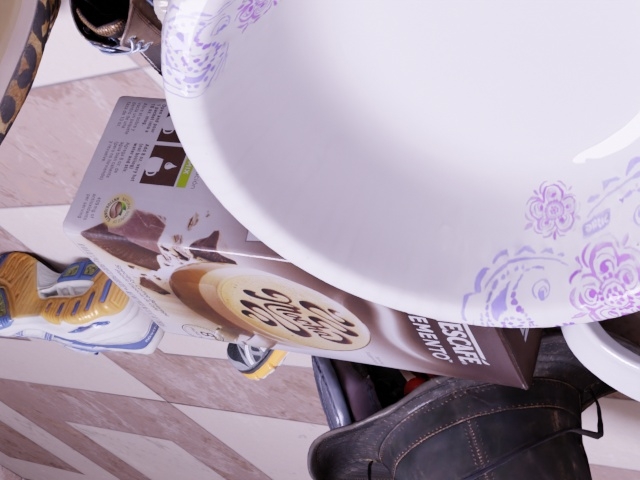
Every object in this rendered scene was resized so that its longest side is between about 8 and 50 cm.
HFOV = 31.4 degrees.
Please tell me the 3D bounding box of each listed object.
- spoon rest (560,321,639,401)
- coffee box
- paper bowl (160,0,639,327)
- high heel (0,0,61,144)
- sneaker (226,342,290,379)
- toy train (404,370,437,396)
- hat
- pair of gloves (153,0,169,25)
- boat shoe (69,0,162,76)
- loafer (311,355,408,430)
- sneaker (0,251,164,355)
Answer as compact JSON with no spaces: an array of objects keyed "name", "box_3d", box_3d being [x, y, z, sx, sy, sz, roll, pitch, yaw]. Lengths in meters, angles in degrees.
[{"name":"spoon rest","box_3d":[0.283,0.079,0.720,0.276,0.084,0.137,14,147,15]},{"name":"coffee box","box_3d":[0.000,0.000,0.790,0.297,0.119,0.168,6,153,25]},{"name":"paper bowl","box_3d":[0.079,-0.097,0.538,0.284,0.148,0.284,10,143,7]},{"name":"high heel","box_3d":[-0.201,-0.111,0.729,0.093,0.261,0.186,-9,149,-2]},{"name":"sneaker","box_3d":[-0.052,0.071,1.134,0.083,0.084,0.215,32,145,-10]},{"name":"toy train","box_3d":[0.072,0.079,1.012,0.143,0.105,0.248,33,157,9]},{"name":"hat","box_3d":[0.151,0.198,0.941,0.331,0.134,0.331,-16,155,-8]},{"name":"pair of gloves","box_3d":[0.028,-0.104,0.747,0.204,0.042,0.240,1,152,33]},{"name":"boat shoe","box_3d":[-0.134,-0.159,0.758,0.066,0.066,0.183,10,151,31]},{"name":"loafer","box_3d":[0.046,0.141,1.096,0.095,0.109,0.302,-17,173,-3]},{"name":"sneaker","box_3d":[-0.319,0.094,1.389,0.296,0.112,0.131,5,149,39]}]
